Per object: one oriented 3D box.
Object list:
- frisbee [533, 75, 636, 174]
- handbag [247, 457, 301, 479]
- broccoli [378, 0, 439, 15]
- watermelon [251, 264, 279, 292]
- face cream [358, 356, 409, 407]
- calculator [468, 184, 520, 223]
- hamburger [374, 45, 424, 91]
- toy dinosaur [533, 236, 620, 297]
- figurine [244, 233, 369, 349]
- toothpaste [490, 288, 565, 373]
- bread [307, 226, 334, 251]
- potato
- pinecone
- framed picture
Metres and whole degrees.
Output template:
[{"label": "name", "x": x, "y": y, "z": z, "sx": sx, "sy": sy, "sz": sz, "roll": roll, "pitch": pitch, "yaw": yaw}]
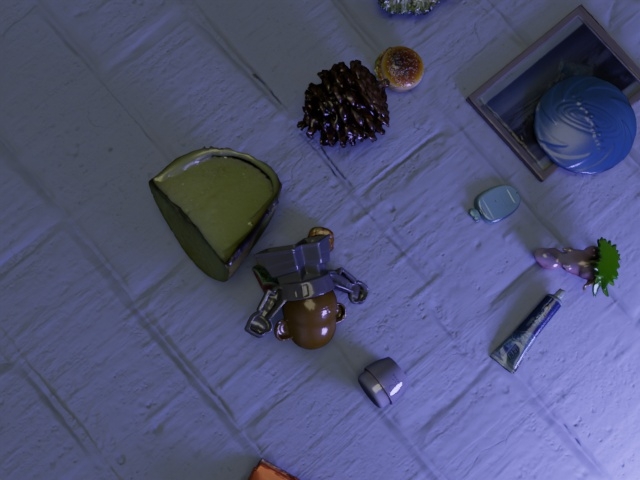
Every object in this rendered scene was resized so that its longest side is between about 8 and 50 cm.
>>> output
[{"label": "frisbee", "x": 0.742, "y": -0.327, "z": 1.711, "sx": 0.290, "sy": 0.049, "sz": 0.289, "roll": 0, "pitch": 83, "yaw": -1}, {"label": "handbag", "x": -0.132, "y": 0.803, "z": 1.553, "sx": 0.304, "sy": 0.116, "sz": 0.409, "roll": 28, "pitch": 83, "yaw": 3}, {"label": "broccoli", "x": 0.229, "y": -0.759, "z": 1.655, "sx": 0.252, "sy": 0.362, "sz": 0.221, "roll": 6, "pitch": 89, "yaw": 39}, {"label": "watermelon", "x": -0.142, "y": 0.098, "z": 1.685, "sx": 0.092, "sy": 0.072, "sz": 0.084, "roll": -5, "pitch": 66, "yaw": -39}, {"label": "face cream", "x": 0.165, "y": 0.371, "z": 1.611, "sx": 0.104, "sy": 0.117, "sz": 0.117, "roll": -35, "pitch": 84, "yaw": -11}, {"label": "calculator", "x": 0.488, "y": -0.100, "z": 1.721, "sx": 0.153, "sy": 0.021, "sz": 0.095, "roll": -26, "pitch": 83, "yaw": -7}, {"label": "hamburger", "x": 0.224, "y": -0.487, "z": 1.743, "sx": 0.141, "sy": 0.081, "sz": 0.126, "roll": 21, "pitch": 83, "yaw": 2}, {"label": "toy dinosaur", "x": 0.690, "y": 0.077, "z": 1.647, "sx": 0.194, "sy": 0.177, "sz": 0.152, "roll": 15, "pitch": 76, "yaw": -27}, {"label": "figurine", "x": -0.038, "y": 0.144, "z": 1.600, "sx": 0.343, "sy": 0.167, "sz": 0.284, "roll": -15, "pitch": 97, "yaw": -4}, {"label": "toothpaste", "x": 0.573, "y": 0.236, "z": 1.667, "sx": 0.069, "sy": 0.047, "sz": 0.268, "roll": 41, "pitch": 88, "yaw": -8}, {"label": "bread", "x": 0.000, "y": 0.000, "z": 1.696, "sx": 0.081, "sy": 0.046, "sz": 0.083, "roll": -26, "pitch": 85, "yaw": 2}, {"label": "potato", "x": -0.251, "y": -0.080, "z": 1.650, "sx": 0.280, "sy": 0.212, "sz": 0.330, "roll": -40, "pitch": 74, "yaw": -23}, {"label": "pinecone", "x": 0.066, "y": -0.371, "z": 1.660, "sx": 0.258, "sy": 0.243, "sz": 0.243, "roll": 3, "pitch": 82, "yaw": 21}, {"label": "framed picture", "x": 0.690, "y": -0.424, "z": 1.762, "sx": 0.446, "sy": 0.028, "sz": 0.326, "roll": -40, "pitch": 85, "yaw": -5}]
